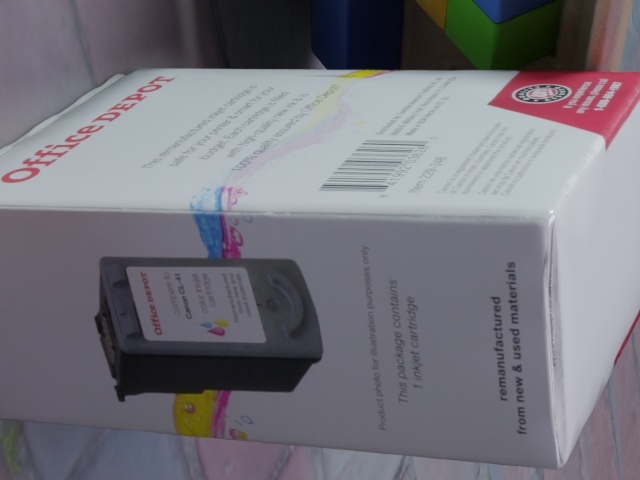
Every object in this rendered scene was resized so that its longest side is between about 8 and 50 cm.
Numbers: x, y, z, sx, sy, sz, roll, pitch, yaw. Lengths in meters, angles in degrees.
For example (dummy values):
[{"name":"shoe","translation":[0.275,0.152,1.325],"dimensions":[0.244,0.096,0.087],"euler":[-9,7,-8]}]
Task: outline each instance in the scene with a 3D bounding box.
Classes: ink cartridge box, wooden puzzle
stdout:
[{"name":"ink cartridge box","translation":[0.000,0.000,0.840],"dimensions":[0.226,0.306,0.131],"euler":[-45,132,-58]},{"name":"wooden puzzle","translation":[0.065,-0.160,1.025],"dimensions":[0.348,0.081,0.322],"euler":[58,-19,34]}]
